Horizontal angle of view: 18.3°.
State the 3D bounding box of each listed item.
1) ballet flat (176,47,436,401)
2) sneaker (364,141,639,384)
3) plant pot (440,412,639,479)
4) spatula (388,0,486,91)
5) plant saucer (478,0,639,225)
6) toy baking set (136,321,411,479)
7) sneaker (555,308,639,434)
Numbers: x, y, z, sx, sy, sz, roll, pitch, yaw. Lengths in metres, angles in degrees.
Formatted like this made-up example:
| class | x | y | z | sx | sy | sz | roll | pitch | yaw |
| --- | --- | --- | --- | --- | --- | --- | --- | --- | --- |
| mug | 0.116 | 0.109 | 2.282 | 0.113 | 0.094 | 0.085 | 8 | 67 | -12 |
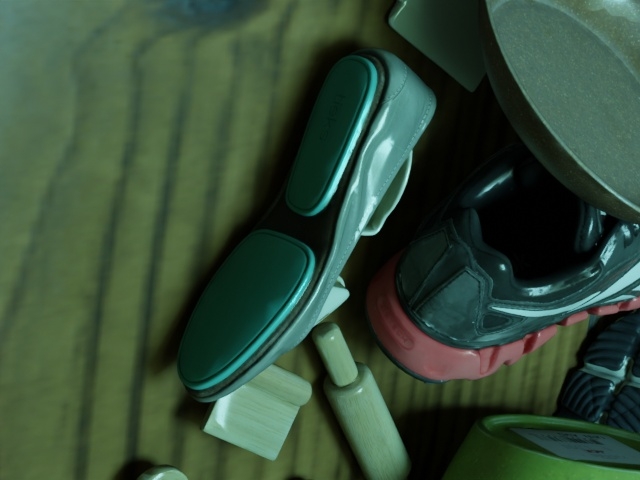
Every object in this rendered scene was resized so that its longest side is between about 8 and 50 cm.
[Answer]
| class | x | y | z | sx | sy | sz | roll | pitch | yaw |
| --- | --- | --- | --- | --- | --- | --- | --- | --- | --- |
| ballet flat | 0.000 | 0.000 | 1.070 | 0.068 | 0.072 | 0.213 | 29 | 89 | -43 |
| sneaker | 0.157 | -0.012 | 1.149 | 0.276 | 0.097 | 0.135 | -23 | 158 | -29 |
| plant pot | 0.132 | 0.261 | 1.186 | 0.275 | 0.275 | 0.293 | 3 | 98 | -40 |
| spatula | 0.060 | -0.205 | 1.068 | 0.242 | 0.019 | 0.168 | 35 | 91 | -42 |
| plant saucer | 0.153 | -0.081 | 1.093 | 0.199 | 0.198 | 0.036 | 11 | 142 | -42 |
| toy baking set | -0.026 | 0.170 | 1.157 | 0.197 | 0.030 | 0.256 | -41 | 130 | -15 |
| sneaker | 0.250 | 0.079 | 1.296 | 0.275 | 0.107 | 0.110 | -58 | 146 | -1 |
